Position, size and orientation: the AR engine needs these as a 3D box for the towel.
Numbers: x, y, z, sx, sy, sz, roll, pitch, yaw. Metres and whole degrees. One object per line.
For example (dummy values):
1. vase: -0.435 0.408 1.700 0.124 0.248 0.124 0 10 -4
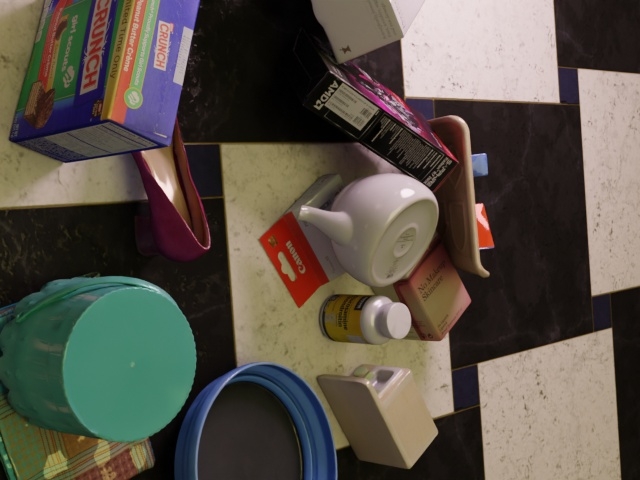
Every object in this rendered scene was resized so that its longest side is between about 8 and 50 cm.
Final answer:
1. towel: -0.427 0.265 1.623 0.271 0.040 0.370 -25 106 -41

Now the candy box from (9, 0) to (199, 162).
1. candy box: -0.341 -0.275 1.529 0.122 0.317 0.268 21 74 -42

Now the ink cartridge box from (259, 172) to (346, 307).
1. ink cartridge box: 0.000 0.000 2.031 0.232 0.066 0.189 -49 121 -38

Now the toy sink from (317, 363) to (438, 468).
1. toy sink: 0.124 0.348 2.070 0.131 0.153 0.234 -43 116 -36

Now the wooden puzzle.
1. wooden puzzle: 0.308 -0.103 2.161 0.080 0.322 0.347 -11 95 -7

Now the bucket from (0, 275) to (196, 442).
1. bucket: -0.345 0.188 1.548 0.281 0.183 0.281 0 90 -43

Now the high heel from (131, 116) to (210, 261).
1. high heel: -0.258 -0.152 1.698 0.127 0.181 0.377 -12 97 -43

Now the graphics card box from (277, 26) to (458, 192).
1. graphics card box: 0.097 -0.266 1.988 0.371 0.233 0.094 29 111 -31

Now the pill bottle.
1. pill bottle: 0.095 0.164 2.024 0.103 0.184 0.103 2 87 -44

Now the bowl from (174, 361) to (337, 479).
1. bowl: -0.118 0.428 1.842 0.391 0.077 0.391 18 66 -47

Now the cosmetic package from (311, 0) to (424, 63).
1. cosmetic package: 0.099 -0.536 1.977 0.217 0.156 0.385 63 24 -23

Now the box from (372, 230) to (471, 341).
1. box: 0.214 0.092 2.180 0.148 0.127 0.232 -47 120 -33

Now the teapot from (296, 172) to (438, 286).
1. teapot: 0.107 -0.042 1.982 0.252 0.187 0.256 -46 148 -14
